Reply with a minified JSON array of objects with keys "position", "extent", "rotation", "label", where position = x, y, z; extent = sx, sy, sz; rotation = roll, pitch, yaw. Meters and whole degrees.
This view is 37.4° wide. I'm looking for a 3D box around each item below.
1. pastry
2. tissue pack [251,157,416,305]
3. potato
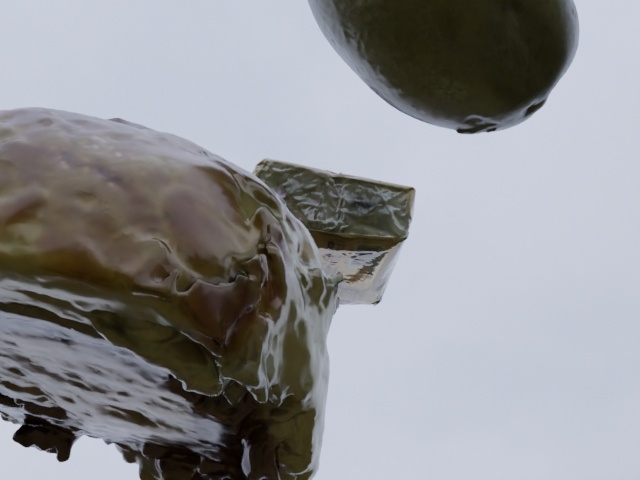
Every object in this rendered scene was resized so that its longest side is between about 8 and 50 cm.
[{"position":[-0.112,0.017,0.478],"extent":[0.255,0.170,0.237],"rotation":[13,-33,18],"label":"pastry"},{"position":[0.000,0.000,1.077],"extent":[0.186,0.090,0.222],"rotation":[9,-23,-1],"label":"tissue pack"},{"position":[0.083,-0.184,0.661],"extent":[0.178,0.160,0.235],"rotation":[-38,-82,4],"label":"potato"}]
